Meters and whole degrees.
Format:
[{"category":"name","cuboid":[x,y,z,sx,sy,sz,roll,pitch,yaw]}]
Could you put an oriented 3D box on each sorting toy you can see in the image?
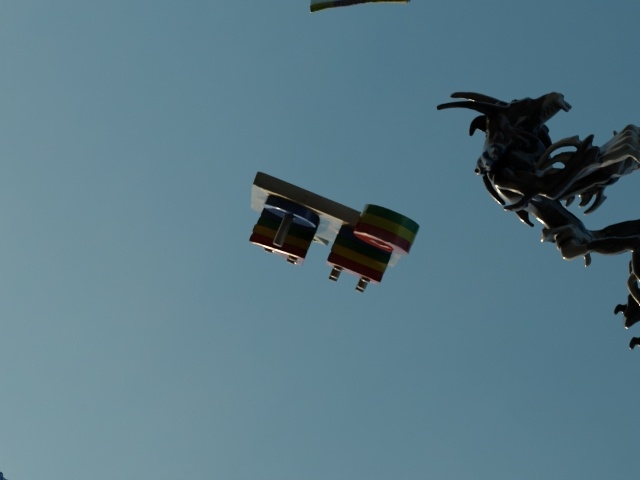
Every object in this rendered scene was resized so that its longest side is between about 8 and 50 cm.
[{"category":"sorting toy","cuboid":[0.000,0.000,1.472,0.274,0.132,0.046,111,2,-82]}]

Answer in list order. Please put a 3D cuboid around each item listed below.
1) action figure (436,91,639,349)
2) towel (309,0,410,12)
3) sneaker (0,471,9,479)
[{"category":"action figure","cuboid":[0.228,-0.044,1.513,0.141,0.164,0.276,-40,-89,16]},{"category":"towel","cuboid":[0.034,-0.195,1.448,0.083,0.060,0.009,-5,-73,4]},{"category":"sneaker","cuboid":[-0.312,0.261,1.780,0.162,0.073,0.063,55,-29,22]}]
